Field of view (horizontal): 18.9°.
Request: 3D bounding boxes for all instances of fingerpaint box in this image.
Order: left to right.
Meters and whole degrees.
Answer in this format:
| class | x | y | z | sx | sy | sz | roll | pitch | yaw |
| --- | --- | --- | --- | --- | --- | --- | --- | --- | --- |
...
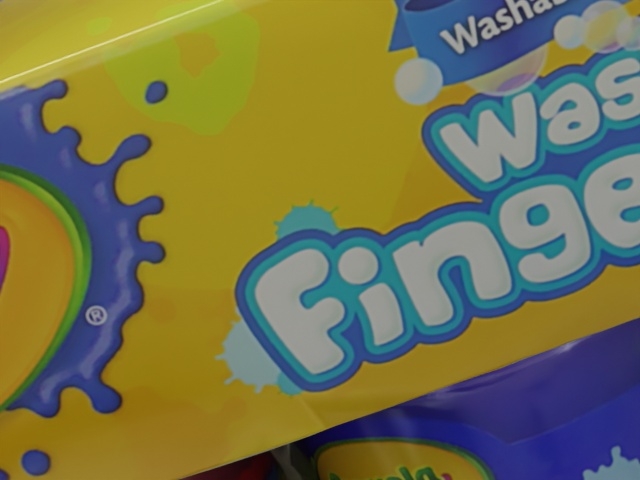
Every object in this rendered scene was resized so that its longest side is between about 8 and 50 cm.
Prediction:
| class | x | y | z | sx | sy | sz | roll | pitch | yaw |
| --- | --- | --- | --- | --- | --- | --- | --- | --- | --- |
| fingerpaint box | 0.062 | 0.058 | 0.599 | 0.445 | 0.163 | 0.371 | -19 | 112 | 3 |
